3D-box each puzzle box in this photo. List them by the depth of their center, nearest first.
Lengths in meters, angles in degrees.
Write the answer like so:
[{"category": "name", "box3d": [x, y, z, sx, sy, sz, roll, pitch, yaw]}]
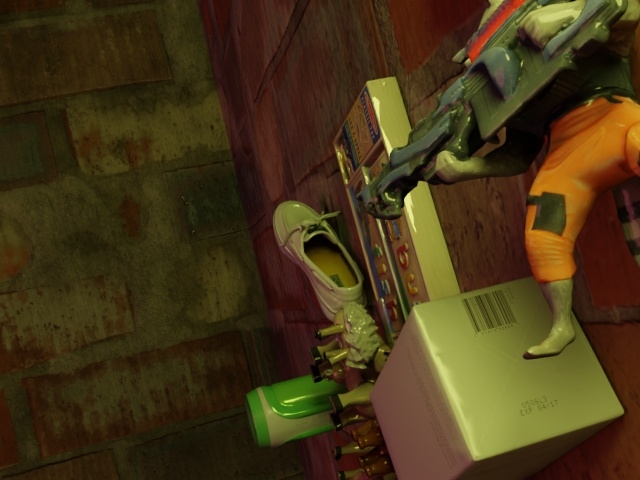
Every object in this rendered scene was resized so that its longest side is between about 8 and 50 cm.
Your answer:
[{"category": "puzzle box", "box3d": [0.120, -0.028, 1.208, 0.272, 0.052, 0.408, 129, 127, -72]}]

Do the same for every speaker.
[{"category": "speaker", "box3d": [0.005, 0.323, 1.454, 0.131, 0.297, 0.131, 168, 90, -76]}]

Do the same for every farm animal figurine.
[{"category": "farm animal figurine", "box3d": [0.101, 0.286, 1.242, 0.330, 0.172, 0.326, 107, 144, -67]}]

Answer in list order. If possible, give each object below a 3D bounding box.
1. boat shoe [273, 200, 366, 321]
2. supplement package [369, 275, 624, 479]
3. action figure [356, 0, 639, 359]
[{"category": "boat shoe", "box3d": [-0.008, 0.003, 1.572, 0.156, 0.136, 0.367, 92, 158, -45]}, {"category": "supplement package", "box3d": [0.186, 0.195, 0.872, 0.293, 0.178, 0.175, 102, 152, -58]}, {"category": "action figure", "box3d": [0.195, -0.069, 0.636, 0.341, 0.179, 0.330, -37, 58, 48]}]
